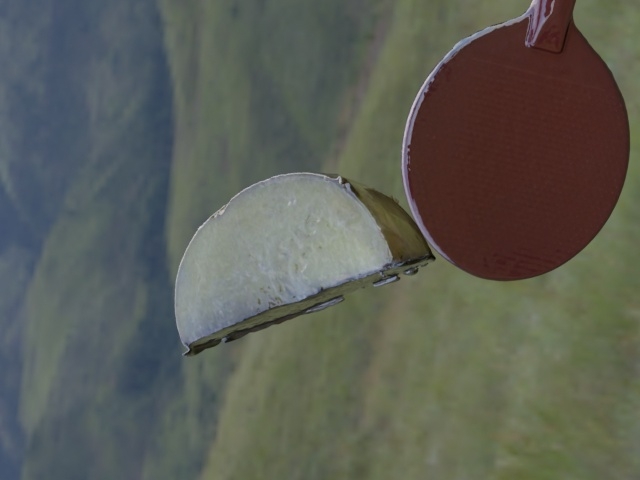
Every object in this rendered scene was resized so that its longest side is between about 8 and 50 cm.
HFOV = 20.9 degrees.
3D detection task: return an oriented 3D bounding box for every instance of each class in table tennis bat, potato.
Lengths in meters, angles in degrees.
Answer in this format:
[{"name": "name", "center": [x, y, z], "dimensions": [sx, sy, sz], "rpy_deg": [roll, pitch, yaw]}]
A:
[{"name": "table tennis bat", "center": [0.179, -0.116, 1.498], "dimensions": [0.038, 0.200, 0.310], "rpy_deg": [-147, 70, -79]}, {"name": "potato", "center": [0.000, 0.000, 1.241], "dimensions": [0.243, 0.138, 0.098], "rpy_deg": [-22, 84, 43]}]
